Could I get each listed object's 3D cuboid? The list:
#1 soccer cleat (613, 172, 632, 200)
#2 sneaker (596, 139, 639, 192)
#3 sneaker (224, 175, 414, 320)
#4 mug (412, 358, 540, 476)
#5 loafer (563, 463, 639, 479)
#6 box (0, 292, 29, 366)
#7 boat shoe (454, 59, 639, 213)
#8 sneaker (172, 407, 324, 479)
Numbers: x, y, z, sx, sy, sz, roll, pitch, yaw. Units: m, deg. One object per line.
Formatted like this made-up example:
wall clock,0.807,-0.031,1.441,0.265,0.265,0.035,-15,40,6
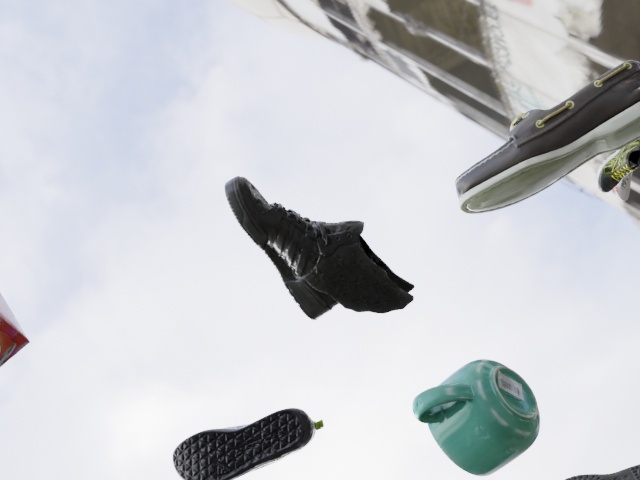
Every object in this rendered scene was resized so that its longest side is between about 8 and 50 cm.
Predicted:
soccer cleat,0.498,-0.107,1.698,0.029,0.035,0.083,3,-96,-17
sneaker,0.377,-0.094,1.295,0.031,0.035,0.083,20,-69,-24
sneaker,0.000,0.001,0.871,0.089,0.051,0.170,-31,-77,11
mug,0.201,0.214,1.271,0.097,0.129,0.157,-44,-15,31
loafer,0.483,0.436,1.722,0.220,0.080,0.078,-16,-64,18
box,-0.527,0.086,1.444,0.128,0.257,0.123,-41,-45,-7
boat shoe,0.231,-0.102,1.033,0.227,0.069,0.081,-27,-21,4
sneaker,-0.106,0.319,1.576,0.234,0.084,0.097,-17,-17,10
